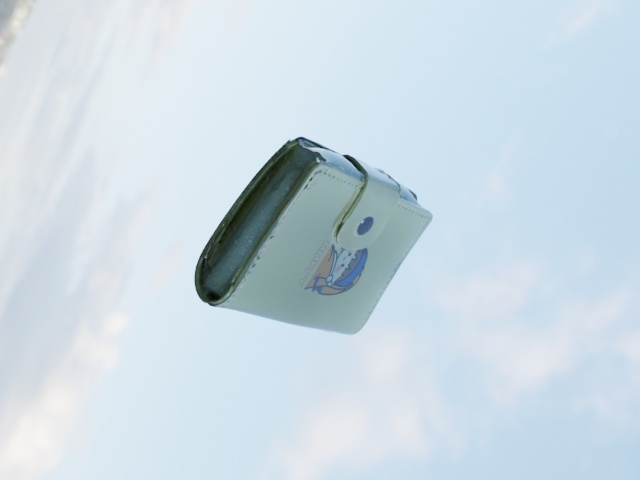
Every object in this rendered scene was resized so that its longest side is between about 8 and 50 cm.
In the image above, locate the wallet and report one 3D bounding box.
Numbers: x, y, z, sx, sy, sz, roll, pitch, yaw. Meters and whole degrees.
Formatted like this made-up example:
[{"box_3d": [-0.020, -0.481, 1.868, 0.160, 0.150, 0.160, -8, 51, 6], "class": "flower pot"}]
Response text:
[{"box_3d": [0.000, 0.000, 0.733, 0.039, 0.155, 0.110, 40, -80, 30], "class": "wallet"}]
